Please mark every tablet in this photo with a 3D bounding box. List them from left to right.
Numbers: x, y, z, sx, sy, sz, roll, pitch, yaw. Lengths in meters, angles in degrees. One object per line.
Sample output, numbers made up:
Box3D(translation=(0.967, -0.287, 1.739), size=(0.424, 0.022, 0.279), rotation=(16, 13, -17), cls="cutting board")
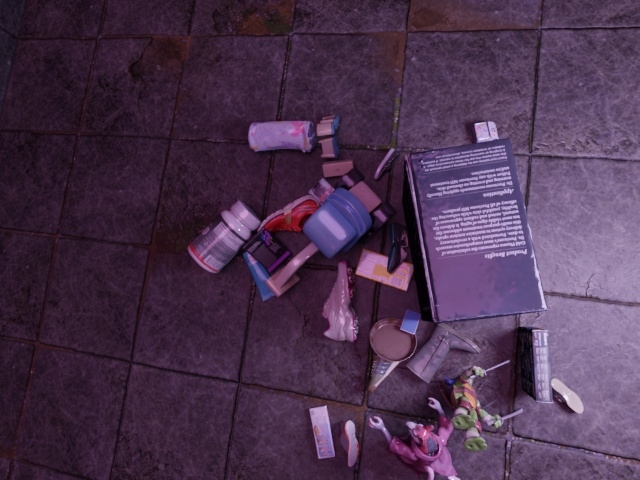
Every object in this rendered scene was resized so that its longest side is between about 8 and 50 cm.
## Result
Box3D(translation=(0.331, 0.298, 1.536), size=(0.054, 0.006, 0.083), rotation=(19, 62, 14), cls="tablet")

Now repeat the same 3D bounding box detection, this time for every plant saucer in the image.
Box3D(translation=(0.261, 0.362, 1.515), size=(0.169, 0.029, 0.168), rotation=(1, 53, -1), cls="plant saucer")

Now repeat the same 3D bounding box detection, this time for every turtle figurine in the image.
Box3D(translation=(0.520, 0.515, 1.334), size=(0.275, 0.266, 0.197), rotation=(11, 116, 19), cls="turtle figurine")

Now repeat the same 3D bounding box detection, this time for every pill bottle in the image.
Box3D(translation=(-0.378, -0.019, 1.681), size=(0.283, 0.161, 0.161), rotation=(-45, 75, 3), cls="pill bottle")

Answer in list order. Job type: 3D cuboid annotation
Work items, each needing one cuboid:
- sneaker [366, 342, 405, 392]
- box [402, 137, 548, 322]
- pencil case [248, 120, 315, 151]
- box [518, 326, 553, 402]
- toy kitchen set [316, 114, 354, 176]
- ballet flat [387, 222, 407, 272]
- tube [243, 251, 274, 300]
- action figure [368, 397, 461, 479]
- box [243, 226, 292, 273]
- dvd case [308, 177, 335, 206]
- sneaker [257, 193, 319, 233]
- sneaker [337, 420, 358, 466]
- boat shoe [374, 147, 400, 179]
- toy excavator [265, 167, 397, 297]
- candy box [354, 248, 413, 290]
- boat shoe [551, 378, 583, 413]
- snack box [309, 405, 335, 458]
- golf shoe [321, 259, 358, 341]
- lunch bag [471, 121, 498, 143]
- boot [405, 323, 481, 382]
Box3D(translation=(0.217, 0.456, 1.528), size=(0.086, 0.064, 0.192), rotation=(42, 87, 16), cls="sneaker")
Box3D(translation=(0.436, 0.007, 1.316), size=(0.298, 0.480, 0.471), rotation=(-7, 79, 9), cls="box")
Box3D(translation=(-0.156, -0.425, 1.714), size=(0.273, 0.113, 0.124), rotation=(4, 102, 13), cls="pencil case")
Box3D(translation=(0.699, 0.397, 1.367), size=(0.051, 0.175, 0.220), rotation=(-1, 81, 12), cls="box")
Box3D(translation=(0.070, -0.385, 1.684), size=(0.122, 0.166, 0.207), rotation=(-3, 118, 13), cls="toy kitchen set")
Box3D(translation=(0.290, 0.028, 1.556), size=(0.074, 0.074, 0.203), rotation=(2, 65, 13), cls="ballet flat")
Box3D(translation=(-0.244, 0.136, 1.689), size=(0.080, 0.052, 0.207), rotation=(-30, 82, 14), cls="tube")
Box3D(translation=(0.309, 0.664, 1.315), size=(0.248, 0.370, 0.275), rotation=(-18, 58, -4), cls="action figure")
Box3D(translation=(-0.209, 0.038, 1.656), size=(0.116, 0.029, 0.162), rotation=(-43, 115, 4), cls="box")
Box3D(translation=(0.020, -0.184, 1.690), size=(0.087, 0.013, 0.119), rotation=(-43, 76, 4), cls="dvd case")
Box3D(translation=(-0.125, -0.073, 1.664), size=(0.279, 0.107, 0.118), rotation=(-32, 84, 9), cls="sneaker")
Box3D(translation=(0.096, 0.736, 1.528), size=(0.065, 0.061, 0.157), rotation=(-12, 77, 39), cls="sneaker")
Box3D(translation=(0.259, -0.294, 1.633), size=(0.040, 0.049, 0.142), rotation=(32, 88, 15), cls="boat shoe")
Box3D(translation=(0.000, 0.000, 1.533), size=(0.445, 0.433, 0.222), rotation=(-38, 83, -23), cls="toy excavator")
Box3D(translation=(0.243, 0.111, 1.588), size=(0.206, 0.027, 0.105), rotation=(18, 82, 15), cls="candy box")
Box3D(translation=(0.812, 0.517, 1.394), size=(0.049, 0.042, 0.133), rotation=(-39, 75, -21), cls="boat shoe")
Box3D(translation=(0.008, 0.712, 1.559), size=(0.064, 0.022, 0.178), rotation=(-13, 79, 10), cls="snack box")
Box3D(translation=(0.066, 0.227, 1.572), size=(0.140, 0.115, 0.306), rotation=(-5, 80, 16), cls="golf shoe")
Box3D(translation=(0.617, -0.404, 1.565), size=(0.083, 0.053, 0.071), rotation=(-7, 82, 3), cls="lunch bag")
Box3D(translation=(0.431, 0.412, 1.478), size=(0.190, 0.076, 0.208), rotation=(31, 83, 29), cls="boot")
